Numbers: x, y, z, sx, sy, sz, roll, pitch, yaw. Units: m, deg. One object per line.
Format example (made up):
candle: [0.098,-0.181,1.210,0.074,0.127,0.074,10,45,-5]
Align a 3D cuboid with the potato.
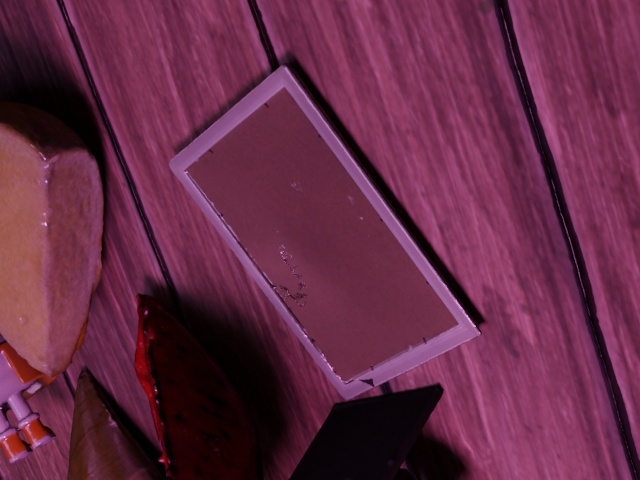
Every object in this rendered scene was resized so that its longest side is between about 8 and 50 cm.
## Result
potato: [-0.277,-0.040,1.578,0.269,0.112,0.255,46,139,3]

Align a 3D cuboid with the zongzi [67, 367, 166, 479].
zongzi: [-0.260,0.355,1.710,0.360,0.323,0.160,56,151,1]

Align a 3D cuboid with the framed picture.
framed picture: [0.000,0.000,1.396,0.273,0.016,0.216,54,142,-3]

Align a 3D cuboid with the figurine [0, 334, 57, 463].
figurine: [-0.385,0.117,1.791,0.143,0.143,0.271,-21,105,51]

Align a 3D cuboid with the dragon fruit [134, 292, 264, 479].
dragon fruit: [-0.107,0.228,1.543,0.343,0.100,0.282,-112,17,-55]

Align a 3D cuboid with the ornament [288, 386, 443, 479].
ornament: [0.079,0.261,1.439,0.196,0.166,0.153,46,146,-17]
